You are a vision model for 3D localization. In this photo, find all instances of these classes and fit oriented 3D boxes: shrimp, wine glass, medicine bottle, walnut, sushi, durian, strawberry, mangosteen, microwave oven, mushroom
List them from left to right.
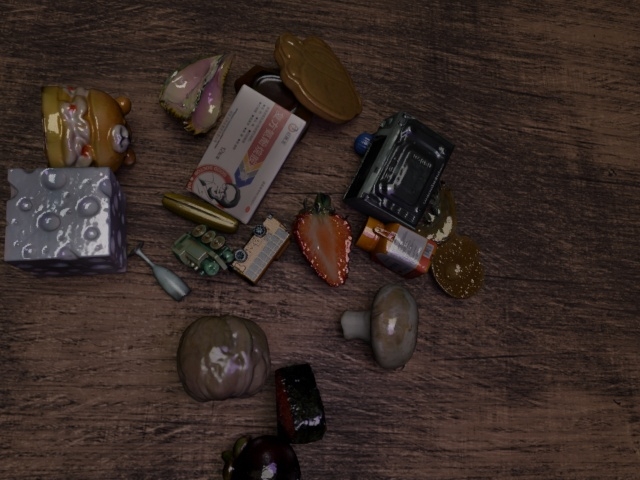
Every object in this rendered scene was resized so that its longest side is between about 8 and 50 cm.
[{"bbox_3d":[-0.456,0.094,1.422,0.198,0.066,0.066,44,72,1],"label":"wine glass"},{"bbox_3d":[-0.397,-0.464,1.536,0.196,0.185,0.304,13,69,12],"label":"durian"},{"bbox_3d":[-0.253,0.307,1.319,0.249,0.248,0.248,3,75,-10],"label":"walnut"},{"bbox_3d":[-0.165,0.594,1.293,0.231,0.194,0.194,14,72,16],"label":"mangosteen"},{"bbox_3d":[-0.057,0.436,1.334,0.127,0.136,0.225,-4,32,-7],"label":"sushi"},{"bbox_3d":[0.000,0.000,1.505,0.189,0.106,0.285,-12,92,-27],"label":"strawberry"},{"bbox_3d":[0.168,0.242,1.433,0.244,0.243,0.243,3,75,-10],"label":"mushroom"},{"bbox_3d":[0.223,0.020,1.522,0.222,0.149,0.111,27,74,-3],"label":"medicine bottle"},{"bbox_3d":[0.241,-0.206,1.524,0.238,0.181,0.294,29,82,-15],"label":"microwave oven"},{"bbox_3d":[0.354,-0.099,1.622,0.174,0.058,0.252,-8,66,3],"label":"shrimp"}]

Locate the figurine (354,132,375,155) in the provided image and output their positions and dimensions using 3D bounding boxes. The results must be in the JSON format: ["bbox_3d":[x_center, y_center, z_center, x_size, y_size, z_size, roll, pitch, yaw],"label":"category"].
[{"bbox_3d":[0.173,-0.286,1.637,0.087,0.086,0.149,-33,96,7],"label":"figurine"}]

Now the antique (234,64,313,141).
[{"bbox_3d":[-0.145,-0.434,1.579,0.224,0.129,0.278,-39,84,-14],"label":"antique"}]

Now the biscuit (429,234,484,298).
[{"bbox_3d":[0.432,0.087,1.597,0.181,0.049,0.207,-4,75,-11],"label":"biscuit"}]

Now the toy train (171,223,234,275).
[{"bbox_3d":[-0.327,0.032,1.410,0.194,0.080,0.125,29,68,41],"label":"toy train"}]

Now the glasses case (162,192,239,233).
[{"bbox_3d":[-0.353,-0.079,1.475,0.235,0.079,0.064,22,80,-5],"label":"glasses case"}]

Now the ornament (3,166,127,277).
[{"bbox_3d":[-0.658,-0.042,1.325,0.240,0.240,0.239,-3,77,-12],"label":"ornament"}]

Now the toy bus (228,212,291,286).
[{"bbox_3d":[-0.174,0.029,1.472,0.114,0.098,0.200,37,73,-2],"label":"toy bus"}]

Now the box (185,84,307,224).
[{"bbox_3d":[-0.219,-0.252,1.486,0.214,0.069,0.353,31,98,-2],"label":"box"}]

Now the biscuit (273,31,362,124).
[{"bbox_3d":[-0.007,-0.528,1.590,0.312,0.057,0.350,3,61,-43],"label":"biscuit"}]

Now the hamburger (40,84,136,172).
[{"bbox_3d":[-0.641,-0.294,1.391,0.237,0.276,0.276,-5,77,-24],"label":"hamburger"}]
